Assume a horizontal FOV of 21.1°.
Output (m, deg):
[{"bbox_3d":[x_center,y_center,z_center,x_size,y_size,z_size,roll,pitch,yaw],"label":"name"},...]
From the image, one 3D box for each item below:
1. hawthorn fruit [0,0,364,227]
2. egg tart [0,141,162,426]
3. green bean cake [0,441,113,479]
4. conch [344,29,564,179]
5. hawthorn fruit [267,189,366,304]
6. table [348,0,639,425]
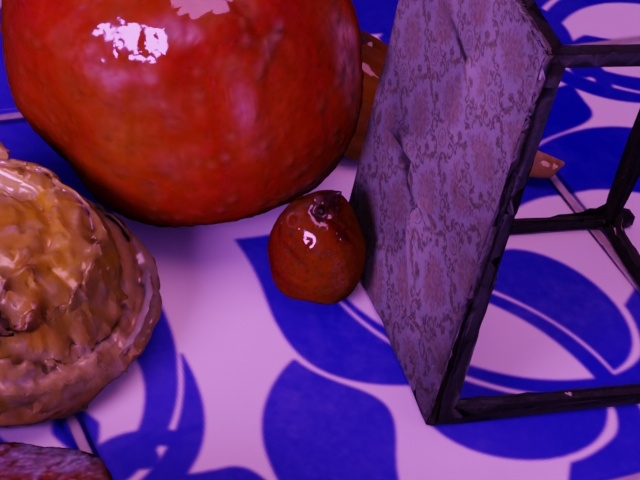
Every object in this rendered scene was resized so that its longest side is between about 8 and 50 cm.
[{"bbox_3d":[-0.109,-0.167,1.298,0.287,0.330,0.287,-3,61,5],"label":"hawthorn fruit"},{"bbox_3d":[-0.255,0.013,1.219,0.290,0.107,0.291,9,40,-7],"label":"egg tart"},{"bbox_3d":[-0.237,0.201,0.979,0.232,0.097,0.198,2,32,9],"label":"green bean cake"},{"bbox_3d":[0.057,-0.125,1.477,0.330,0.093,0.109,17,33,2],"label":"conch"},{"bbox_3d":[0.000,0.000,1.314,0.081,0.093,0.081,9,42,-8],"label":"hawthorn fruit"},{"bbox_3d":[0.203,-0.067,1.262,0.272,0.335,0.222,-4,43,-20],"label":"table"}]
